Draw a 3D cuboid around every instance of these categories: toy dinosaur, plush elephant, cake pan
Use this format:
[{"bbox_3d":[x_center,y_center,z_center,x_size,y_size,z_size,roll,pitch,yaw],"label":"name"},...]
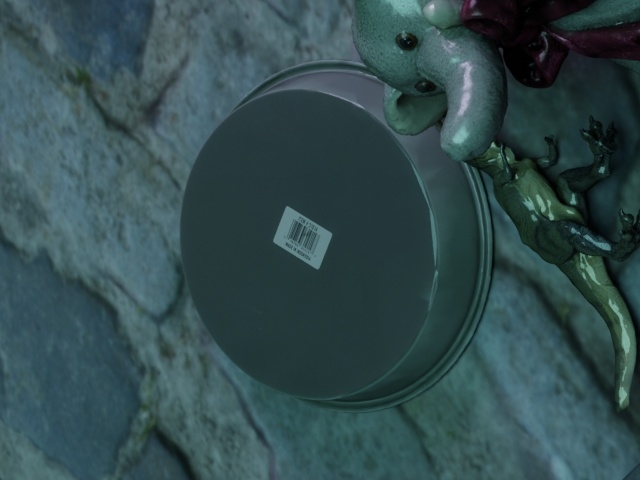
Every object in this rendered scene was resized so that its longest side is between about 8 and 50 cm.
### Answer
[{"bbox_3d":[0.189,-0.014,1.419,0.268,0.064,0.118,58,138,15],"label":"toy dinosaur"},{"bbox_3d":[0.131,-0.168,1.306,0.255,0.272,0.330,-37,46,8],"label":"plush elephant"},{"bbox_3d":[0.000,0.000,1.552,0.293,0.054,0.293,5,99,33],"label":"cake pan"}]

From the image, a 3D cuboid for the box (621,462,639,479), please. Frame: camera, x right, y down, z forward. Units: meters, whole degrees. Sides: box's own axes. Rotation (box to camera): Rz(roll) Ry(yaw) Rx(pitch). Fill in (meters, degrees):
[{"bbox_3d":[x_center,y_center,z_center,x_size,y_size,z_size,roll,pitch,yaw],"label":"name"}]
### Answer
[{"bbox_3d":[0.412,0.185,1.275,0.395,0.097,0.318,-49,68,27],"label":"box"}]
